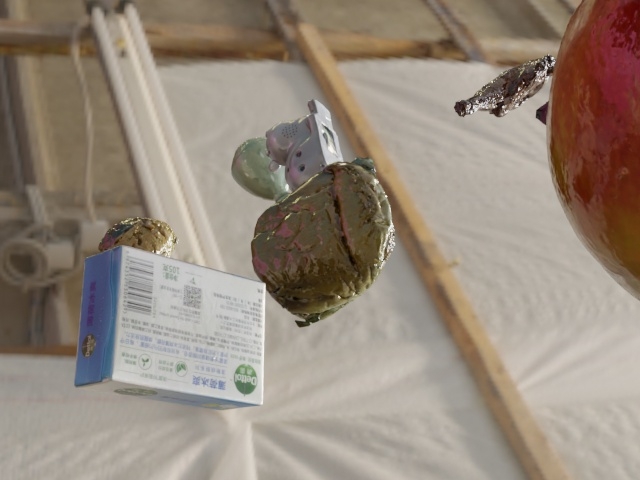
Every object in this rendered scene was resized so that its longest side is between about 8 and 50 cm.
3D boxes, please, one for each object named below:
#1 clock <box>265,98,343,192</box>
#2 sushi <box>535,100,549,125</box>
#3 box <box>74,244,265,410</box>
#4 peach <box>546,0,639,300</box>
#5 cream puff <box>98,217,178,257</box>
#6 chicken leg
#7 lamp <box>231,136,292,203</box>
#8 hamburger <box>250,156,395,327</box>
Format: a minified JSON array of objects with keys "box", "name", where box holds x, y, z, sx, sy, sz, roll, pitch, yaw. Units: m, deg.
[{"box":[-0.031,-0.128,1.941,0.080,0.117,0.176,34,-145,-49],"name":"clock"},{"box":[0.355,-0.177,1.681,0.083,0.056,0.085,-2,-172,-39],"name":"sushi"},{"box":[-0.152,0.096,1.273,0.194,0.073,0.139,17,-113,-41],"name":"box"},{"box":[0.370,-0.109,1.037,0.370,0.370,0.370,8,-146,-6],"name":"peach"},{"box":[-0.292,0.015,1.927,0.133,0.104,0.119,-33,-161,4],"name":"cream puff"},{"box":[0.266,-0.216,1.744,0.205,0.093,0.053,-35,-97,-20],"name":"chicken leg"},{"box":[-0.086,-0.102,2.170,0.106,0.106,0.193,-15,-123,-35],"name":"lamp"},{"box":[0.000,0.000,1.520,0.130,0.206,0.183,24,-139,-36],"name":"hamburger"}]
